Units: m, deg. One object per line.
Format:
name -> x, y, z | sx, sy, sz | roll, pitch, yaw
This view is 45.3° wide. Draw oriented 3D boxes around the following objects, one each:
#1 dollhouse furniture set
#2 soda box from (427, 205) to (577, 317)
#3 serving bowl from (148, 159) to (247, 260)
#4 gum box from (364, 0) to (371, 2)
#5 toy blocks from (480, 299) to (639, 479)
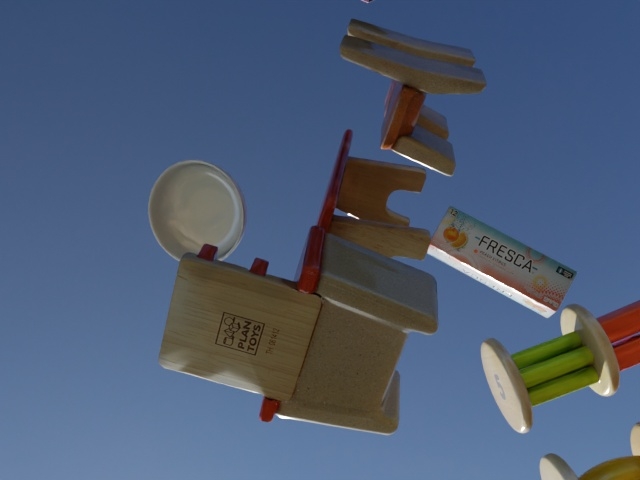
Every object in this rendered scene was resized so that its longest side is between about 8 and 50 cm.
dollhouse furniture set -> 0.000, 0.000, 0.509 | 0.135, 0.259, 0.262 | 16, -65, -1
soda box -> 0.232, 0.028, 0.998 | 0.183, 0.058, 0.063 | 29, -100, 11
serving bowl -> -0.093, -0.023, 0.607 | 0.083, 0.027, 0.083 | 3, -80, 18
gum box -> 0.049, -0.386, 0.876 | 0.107, 0.062, 0.188 | 28, -57, 9
toy blocks -> 0.175, 0.079, 0.393 | 0.148, 0.123, 0.054 | -19, -36, -5
